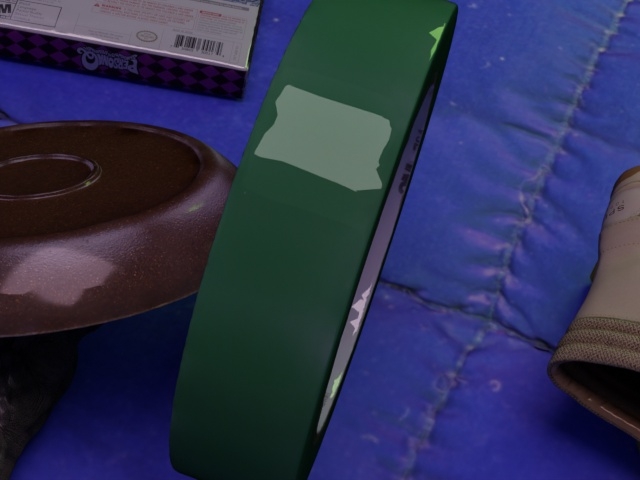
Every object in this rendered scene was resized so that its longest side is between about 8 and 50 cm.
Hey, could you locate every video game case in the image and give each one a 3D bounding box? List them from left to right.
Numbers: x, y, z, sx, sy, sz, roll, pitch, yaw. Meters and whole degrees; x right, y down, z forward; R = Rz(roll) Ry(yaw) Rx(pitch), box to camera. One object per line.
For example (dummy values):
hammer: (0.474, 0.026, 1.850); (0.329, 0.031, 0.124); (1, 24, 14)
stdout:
video game case: (-0.165, -0.227, 1.116); (0.232, 0.042, 0.210); (9, 49, -3)

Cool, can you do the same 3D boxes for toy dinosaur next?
toy dinosaur: (-0.222, 0.100, 0.804); (0.118, 0.064, 0.268); (30, 49, -15)

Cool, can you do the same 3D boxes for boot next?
boot: (0.300, 0.065, 0.846); (0.261, 0.095, 0.203); (21, 50, 13)

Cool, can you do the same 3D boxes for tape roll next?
tape roll: (0.000, 0.000, 0.769); (0.077, 0.321, 0.321); (18, 49, 5)

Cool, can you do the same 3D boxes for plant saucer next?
plant saucer: (-0.189, -0.024, 0.842); (0.310, 0.050, 0.311); (-1, 23, 1)

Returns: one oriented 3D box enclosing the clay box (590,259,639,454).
clay box: (0.286, 0.100, 0.914); (0.127, 0.053, 0.222); (1, 49, -9)
